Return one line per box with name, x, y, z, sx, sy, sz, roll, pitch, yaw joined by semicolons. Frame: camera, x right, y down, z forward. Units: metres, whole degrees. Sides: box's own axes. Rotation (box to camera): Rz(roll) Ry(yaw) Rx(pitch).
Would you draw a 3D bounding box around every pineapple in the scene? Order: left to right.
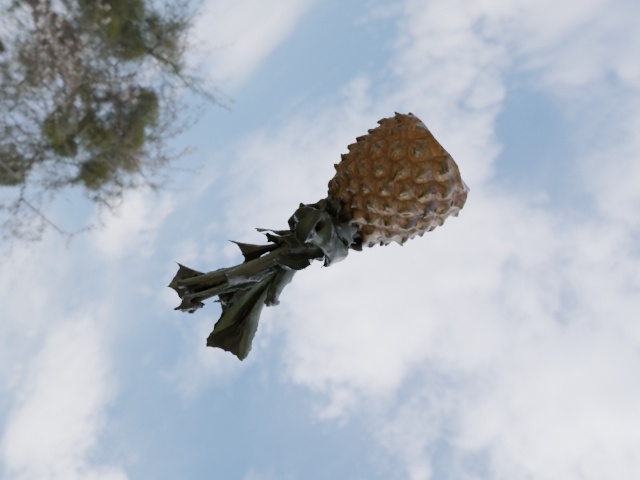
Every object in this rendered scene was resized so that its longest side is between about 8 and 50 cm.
pineapple;0.000;0.000;0.768;0.277;0.119;0.130;-34;-132;7
